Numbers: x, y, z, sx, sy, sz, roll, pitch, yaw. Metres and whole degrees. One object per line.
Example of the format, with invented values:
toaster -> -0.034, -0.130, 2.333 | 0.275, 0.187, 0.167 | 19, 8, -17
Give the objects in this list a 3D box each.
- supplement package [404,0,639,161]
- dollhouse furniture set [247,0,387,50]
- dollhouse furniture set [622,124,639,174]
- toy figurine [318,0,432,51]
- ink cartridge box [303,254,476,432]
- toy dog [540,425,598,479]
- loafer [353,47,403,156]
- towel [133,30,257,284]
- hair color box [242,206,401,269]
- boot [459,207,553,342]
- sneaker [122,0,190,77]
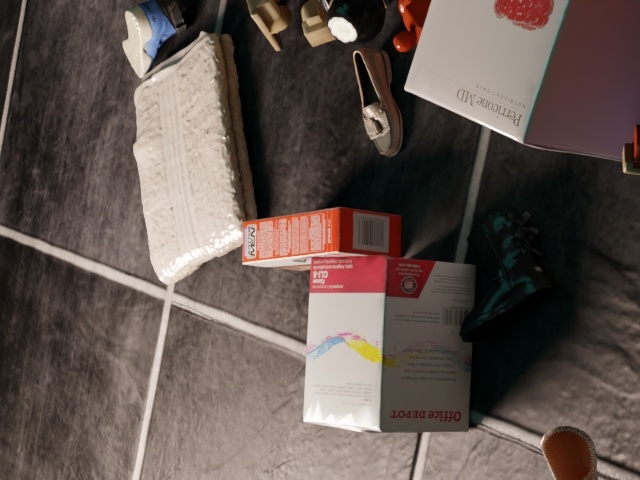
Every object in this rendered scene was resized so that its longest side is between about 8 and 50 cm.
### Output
supplement package -> 0.231, -0.240, 1.519 | 0.177, 0.175, 0.293 | 30, 108, 47
dollhouse furniture set -> -0.001, -0.286, 1.916 | 0.151, 0.123, 0.144 | -19, 67, 10
dollhouse furniture set -> 0.329, -0.174, 1.316 | 0.135, 0.262, 0.259 | 9, 108, 7
toy figurine -> 0.106, -0.281, 1.647 | 0.209, 0.213, 0.148 | -56, 35, 23
ink cartridge box -> 0.070, 0.108, 1.701 | 0.127, 0.128, 0.176 | -2, 83, 50
toy dog -> 0.273, 0.247, 1.418 | 0.334, 0.161, 0.220 | -50, 50, 33
loafer -> 0.058, -0.152, 1.818 | 0.045, 0.039, 0.125 | -26, 66, 44
towel -> -0.160, -0.106, 2.065 | 0.187, 0.049, 0.282 | -29, 64, 45
hair color box -> 0.000, 0.000, 1.827 | 0.167, 0.093, 0.053 | -6, 81, 50
boot -> 0.173, 0.033, 1.655 | 0.121, 0.045, 0.099 | -40, 59, 31
sneaker -> -0.208, -0.268, 2.143 | 0.058, 0.084, 0.152 | 56, 162, 17
